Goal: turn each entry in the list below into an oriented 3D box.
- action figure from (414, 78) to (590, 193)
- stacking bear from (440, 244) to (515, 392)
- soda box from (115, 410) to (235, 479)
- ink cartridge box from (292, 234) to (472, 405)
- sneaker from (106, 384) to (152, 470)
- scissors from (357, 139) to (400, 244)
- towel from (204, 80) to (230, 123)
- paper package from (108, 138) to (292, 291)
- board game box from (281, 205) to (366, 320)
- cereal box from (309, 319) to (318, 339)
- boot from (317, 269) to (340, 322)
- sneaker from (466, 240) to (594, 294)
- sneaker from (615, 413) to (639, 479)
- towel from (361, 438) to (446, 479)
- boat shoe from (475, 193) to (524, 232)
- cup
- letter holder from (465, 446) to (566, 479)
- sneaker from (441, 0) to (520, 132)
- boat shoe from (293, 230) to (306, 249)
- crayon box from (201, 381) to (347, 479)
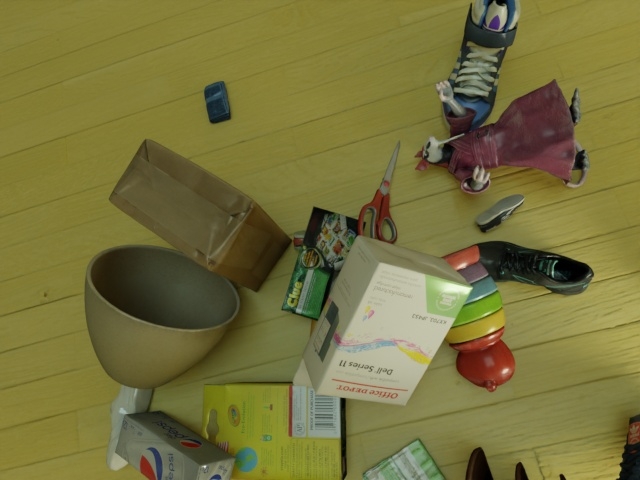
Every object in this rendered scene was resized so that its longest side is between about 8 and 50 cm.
[{"bbox_3d":[0.398,-0.229,1.070,0.371,0.276,0.247,-7,80,33],"label":"action figure"},{"bbox_3d":[0.313,0.170,0.982,0.164,0.175,0.288,-25,82,31],"label":"stacking bear"},{"bbox_3d":[-0.321,0.463,0.998,0.287,0.098,0.091,9,84,38],"label":"soda box"},{"bbox_3d":[0.103,0.188,0.878,0.207,0.119,0.353,15,111,-22],"label":"ink cartridge box"},{"bbox_3d":[-0.477,0.434,1.117,0.094,0.080,0.212,2,68,24],"label":"sneaker"},{"bbox_3d":[0.149,-0.127,1.135,0.109,0.021,0.296,12,75,-22],"label":"scissors"},{"bbox_3d":[-0.296,-0.395,1.320,0.067,0.029,0.119,-16,73,8],"label":"towel"},{"bbox_3d":[-0.257,-0.044,1.061,0.310,0.325,0.168,32,84,17],"label":"paper package"},{"bbox_3d":[0.010,0.057,1.082,0.136,0.030,0.259,18,72,-4],"label":"board game box"},{"bbox_3d":[0.095,0.237,1.060,0.241,0.047,0.172,3,73,12],"label":"cereal box"},{"bbox_3d":[0.084,0.194,0.995,0.179,0.085,0.236,11,89,-7],"label":"boot"},{"bbox_3d":[0.453,0.048,1.012,0.268,0.106,0.100,10,79,15],"label":"sneaker"},{"bbox_3d":[0.596,0.408,0.844,0.351,0.131,0.148,-15,64,-23],"label":"sneaker"},{"bbox_3d":[0.180,0.512,0.987,0.152,0.023,0.113,-33,74,-1],"label":"towel"},{"bbox_3d":[0.424,-0.063,1.082,0.125,0.038,0.046,-34,30,-5],"label":"boat shoe"},{"bbox_3d":[-0.380,0.193,1.054,0.331,0.331,0.236,31,109,17],"label":"cup"},{"bbox_3d":[0.365,0.469,0.800,0.152,0.302,0.214,-23,71,17],"label":"letter holder"},{"bbox_3d":[0.374,-0.434,1.087,0.130,0.236,0.322,18,79,15],"label":"sneaker"},{"bbox_3d":[0.000,0.000,1.147,0.137,0.049,0.043,-2,112,-3],"label":"boat shoe"},{"bbox_3d":[-0.104,0.419,1.034,0.319,0.081,0.202,-2,75,10],"label":"crayon box"}]
